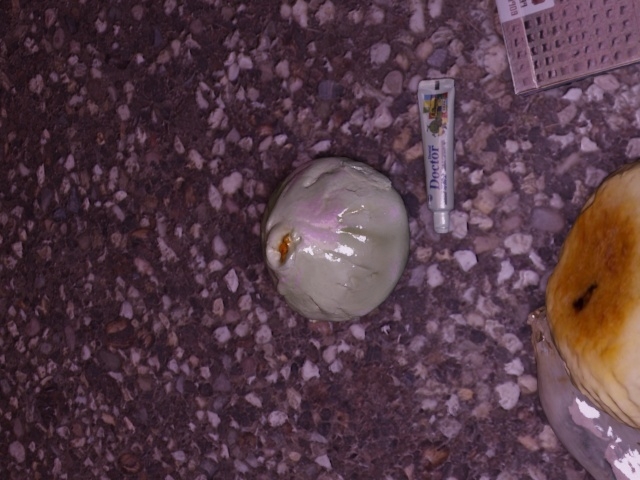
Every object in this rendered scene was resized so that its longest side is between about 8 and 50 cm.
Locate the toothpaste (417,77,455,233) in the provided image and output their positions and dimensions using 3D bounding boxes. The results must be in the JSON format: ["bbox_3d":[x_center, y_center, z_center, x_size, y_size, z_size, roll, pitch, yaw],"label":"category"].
[{"bbox_3d":[0.194,-0.139,1.602,0.067,0.037,0.256,-1,91,32],"label":"toothpaste"}]

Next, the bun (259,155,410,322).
[{"bbox_3d":[0.000,0.000,1.648,0.293,0.187,0.293,2,95,30],"label":"bun"}]

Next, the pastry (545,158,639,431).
[{"bbox_3d":[0.492,0.076,1.269,0.388,0.312,0.389,-166,90,-69],"label":"pastry"}]

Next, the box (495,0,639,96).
[{"bbox_3d":[0.424,-0.341,1.427,0.324,0.047,0.181,-12,90,32],"label":"box"}]

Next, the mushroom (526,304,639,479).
[{"bbox_3d":[0.438,0.269,1.449,0.397,0.126,0.177,46,106,19],"label":"mushroom"}]
